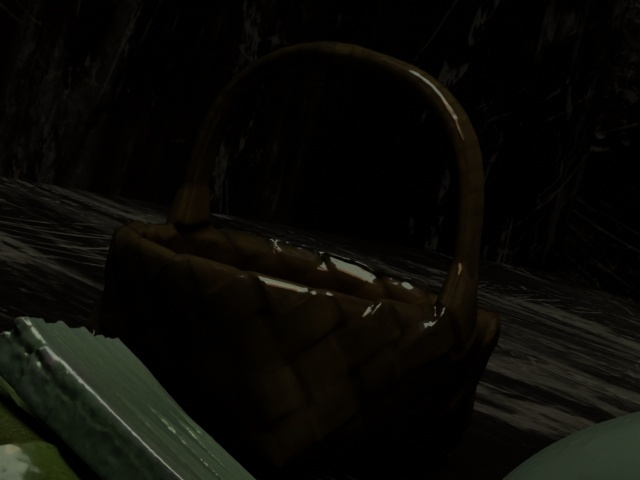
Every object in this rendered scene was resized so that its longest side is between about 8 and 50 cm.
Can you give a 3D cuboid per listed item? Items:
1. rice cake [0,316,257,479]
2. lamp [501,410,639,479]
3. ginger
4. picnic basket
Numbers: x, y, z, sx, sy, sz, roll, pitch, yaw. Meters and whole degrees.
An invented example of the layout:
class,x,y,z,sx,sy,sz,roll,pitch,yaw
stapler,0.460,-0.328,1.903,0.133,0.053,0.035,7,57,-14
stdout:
class,x,y,z,sx,sy,sz,roll,pitch,yaw
rice cake,-0.078,0.118,0.835,0.198,0.037,0.189,40,1,13
lamp,0.151,0.113,0.592,0.246,0.107,0.179,-10,1,-26
ginger,-0.180,0.111,0.861,0.137,0.089,0.290,42,-6,-11
picnic basket,0.000,0.000,1.237,0.293,0.337,0.337,18,6,32
